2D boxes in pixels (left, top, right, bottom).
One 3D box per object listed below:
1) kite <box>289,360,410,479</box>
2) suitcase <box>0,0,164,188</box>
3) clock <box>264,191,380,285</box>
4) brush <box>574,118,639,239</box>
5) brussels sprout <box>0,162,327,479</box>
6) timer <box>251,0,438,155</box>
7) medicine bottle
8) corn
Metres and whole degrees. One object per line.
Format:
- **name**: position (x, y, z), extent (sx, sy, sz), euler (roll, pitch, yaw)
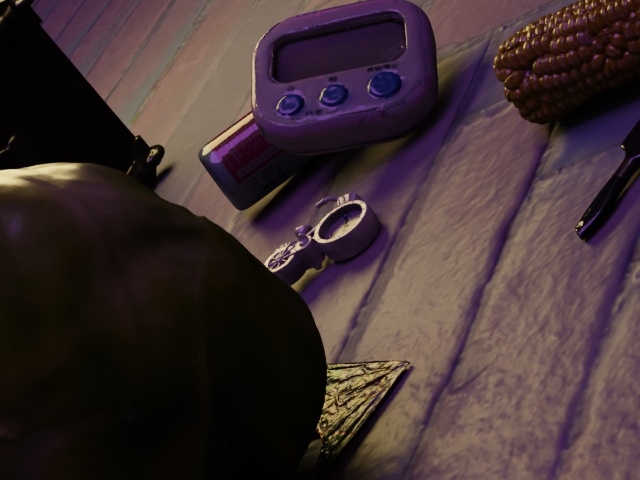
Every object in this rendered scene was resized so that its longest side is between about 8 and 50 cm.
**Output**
- **kite**: position (-0.019, 0.172, 1.443), extent (0.244, 0.006, 0.198), euler (-34, 24, 19)
- **suitcase**: position (-0.411, -0.104, 2.154), extent (0.188, 0.345, 0.339), euler (-16, 33, 38)
- **clock**: position (0.000, 0.000, 1.682), extent (0.129, 0.041, 0.087), euler (-31, 28, 13)
- **brush**: position (0.273, -0.073, 1.399), extent (0.193, 0.016, 0.063), euler (-49, 22, -17)
- **brussels sprout**: position (-0.184, 0.122, 1.325), extent (0.361, 0.425, 0.342), euler (5, 74, 32)
- **timer**: position (0.028, -0.182, 1.824), extent (0.209, 0.069, 0.190), euler (-11, 49, 11)
- **medicine bottle**: position (-0.033, -0.130, 1.909), extent (0.217, 0.090, 0.090), euler (-37, 22, -5)
- **corn**: position (0.286, -0.186, 1.489), extent (0.292, 0.101, 0.101), euler (-18, 32, 39)
